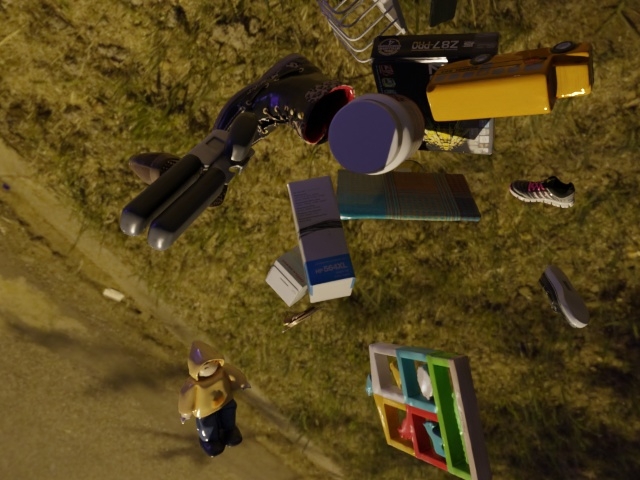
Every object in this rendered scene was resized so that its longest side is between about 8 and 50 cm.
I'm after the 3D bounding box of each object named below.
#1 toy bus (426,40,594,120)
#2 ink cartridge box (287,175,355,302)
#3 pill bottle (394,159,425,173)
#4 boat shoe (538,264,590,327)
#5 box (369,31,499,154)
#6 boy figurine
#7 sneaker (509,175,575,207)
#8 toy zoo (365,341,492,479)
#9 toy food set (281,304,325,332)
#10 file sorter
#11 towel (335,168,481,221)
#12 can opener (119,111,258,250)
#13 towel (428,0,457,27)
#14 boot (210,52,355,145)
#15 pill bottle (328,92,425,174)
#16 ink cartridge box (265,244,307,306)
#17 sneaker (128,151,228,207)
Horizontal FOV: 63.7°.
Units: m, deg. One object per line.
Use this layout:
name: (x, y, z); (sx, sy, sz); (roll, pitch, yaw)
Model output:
toy bus: (0.422, -0.351, 1.162); (0.332, 0.130, 0.108); (5, 136, 36)
ink cartridge box: (0.000, 0.000, 0.975); (0.086, 0.203, 0.148); (-11, 163, -3)
pill bottle: (0.271, -0.178, 1.656); (0.103, 0.184, 0.103); (11, 128, 15)
boat shoe: (0.402, 0.098, 0.859); (0.049, 0.142, 0.040); (22, 123, -12)
box: (0.330, -0.400, 1.453); (0.318, 0.097, 0.395); (6, 155, 19)
boy figurine: (-0.244, 0.354, 1.199); (0.177, 0.092, 0.285); (-16, 118, -29)
sneaker: (0.596, -0.141, 1.377); (0.170, 0.063, 0.075); (15, 145, 18)
toy zoo: (0.163, 0.278, 0.889); (0.030, 0.192, 0.293); (-10, 178, -26)
toy food set: (-0.066, 0.251, 1.744); (0.038, 0.132, 0.192); (59, 152, 7)
file sorter: (0.103, -0.674, 1.468); (0.173, 0.193, 0.277); (-40, 161, 9)
towel: (0.225, -0.123, 1.403); (0.370, 0.271, 0.040); (3, 121, 4)
can opener: (-0.162, -0.101, 0.703); (0.076, 0.283, 0.095); (28, 127, -1)
towel: (0.380, -0.740, 1.585); (0.110, 0.027, 0.148); (-28, 140, -20)
boot: (-0.105, -0.332, 1.391); (0.377, 0.284, 0.138); (-43, 136, -7)
pill bottle: (0.121, -0.224, 1.072); (0.160, 0.283, 0.160); (5, 107, 17)
ink cartridge box: (-0.066, 0.102, 1.686); (0.128, 0.176, 0.127); (46, 137, 13)
sneaker: (-0.214, -0.102, 0.802); (0.071, 0.066, 0.188); (21, 178, 22)
